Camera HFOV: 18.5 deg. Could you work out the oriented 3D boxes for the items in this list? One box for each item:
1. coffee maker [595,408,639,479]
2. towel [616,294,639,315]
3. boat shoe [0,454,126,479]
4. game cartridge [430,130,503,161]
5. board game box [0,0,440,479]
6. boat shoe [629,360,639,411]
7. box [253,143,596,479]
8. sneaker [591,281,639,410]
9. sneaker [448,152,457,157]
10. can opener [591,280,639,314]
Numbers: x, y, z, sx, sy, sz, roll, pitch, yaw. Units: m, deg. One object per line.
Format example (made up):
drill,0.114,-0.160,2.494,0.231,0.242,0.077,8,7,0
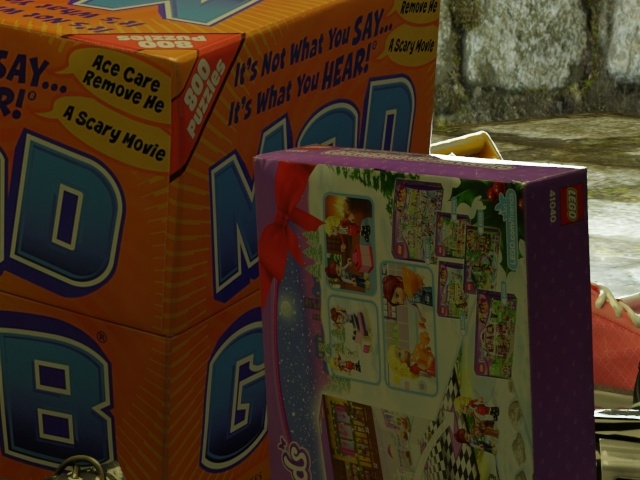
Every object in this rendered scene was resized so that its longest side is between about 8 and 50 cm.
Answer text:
coffee maker,0.254,0.167,1.262,0.178,0.120,0.171,1,-19,7
towel,0.471,0.091,1.854,0.271,0.040,0.370,-7,13,-24
boat shoe,-0.125,0.161,1.101,0.228,0.076,0.080,26,-11,-15
game cartridge,0.000,0.000,2.005,0.324,0.052,0.285,-34,-8,30
board game box,-0.157,-0.025,1.421,0.356,0.356,0.356,14,22,26
boat shoe,0.359,0.086,1.389,0.335,0.119,0.121,-11,-18,36
box,0.057,0.099,1.077,0.057,0.293,0.201,-13,15,-43
sneaker,0.226,0.084,1.629,0.314,0.136,0.116,-4,10,-16
sneaker,0.056,0.025,1.788,0.319,0.208,0.127,-3,12,-7
can opener,0.161,0.100,1.704,0.280,0.093,0.074,-11,-16,-10
